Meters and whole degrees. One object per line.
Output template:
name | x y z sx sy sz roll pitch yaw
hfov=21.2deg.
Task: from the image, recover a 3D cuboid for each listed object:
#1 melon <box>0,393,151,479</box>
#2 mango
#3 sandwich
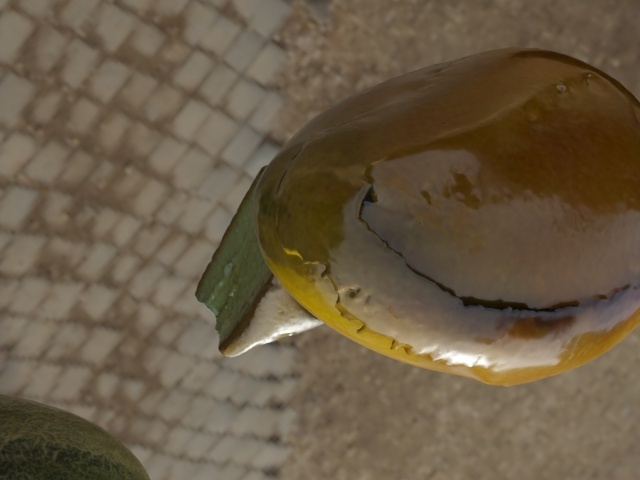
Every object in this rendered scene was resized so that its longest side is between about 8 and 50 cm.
melon | -0.305 0.263 1.581 0.329 0.248 0.249 5 121 -35
mango | 0.074 -0.012 0.817 0.236 0.166 0.136 -4 141 -35
sandwich | 0.000 0.000 1.479 0.235 0.122 0.128 -23 127 -5
